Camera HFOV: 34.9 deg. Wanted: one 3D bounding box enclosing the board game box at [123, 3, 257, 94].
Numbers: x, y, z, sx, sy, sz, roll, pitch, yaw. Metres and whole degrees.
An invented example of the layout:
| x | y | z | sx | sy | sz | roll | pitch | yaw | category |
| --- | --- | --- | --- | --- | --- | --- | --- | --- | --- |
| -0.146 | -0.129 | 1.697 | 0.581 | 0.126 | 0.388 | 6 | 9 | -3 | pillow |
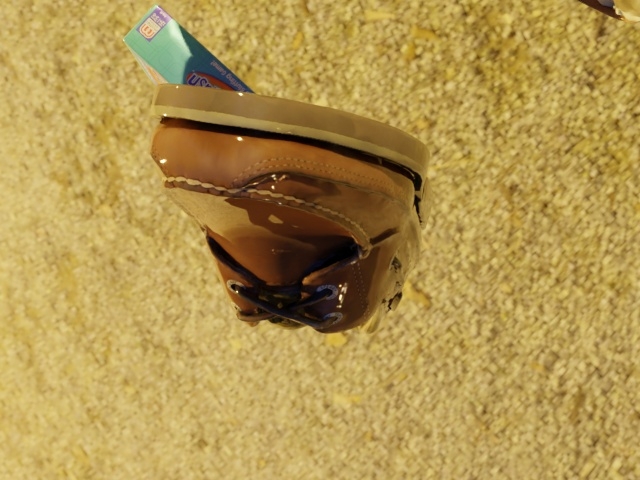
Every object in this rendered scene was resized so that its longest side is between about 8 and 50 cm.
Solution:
| x | y | z | sx | sy | sz | roll | pitch | yaw | category |
| --- | --- | --- | --- | --- | --- | --- | --- | --- | --- |
| -0.079 | -0.112 | 0.937 | 0.210 | 0.047 | 0.160 | 43 | 177 | 1 | board game box |

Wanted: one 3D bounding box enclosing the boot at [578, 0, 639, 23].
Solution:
| x | y | z | sx | sy | sz | roll | pitch | yaw | category |
| --- | --- | --- | --- | --- | --- | --- | --- | --- | --- |
| 0.336 | -0.256 | 0.764 | 0.236 | 0.269 | 0.089 | 39 | 167 | 41 | boot |

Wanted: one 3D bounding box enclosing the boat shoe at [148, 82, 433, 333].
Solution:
| x | y | z | sx | sy | sz | roll | pitch | yaw | category |
| --- | --- | --- | --- | --- | --- | --- | --- | --- | --- |
| 0.000 | 0.000 | 0.525 | 0.111 | 0.307 | 0.104 | 13 | 87 | 20 | boat shoe |
